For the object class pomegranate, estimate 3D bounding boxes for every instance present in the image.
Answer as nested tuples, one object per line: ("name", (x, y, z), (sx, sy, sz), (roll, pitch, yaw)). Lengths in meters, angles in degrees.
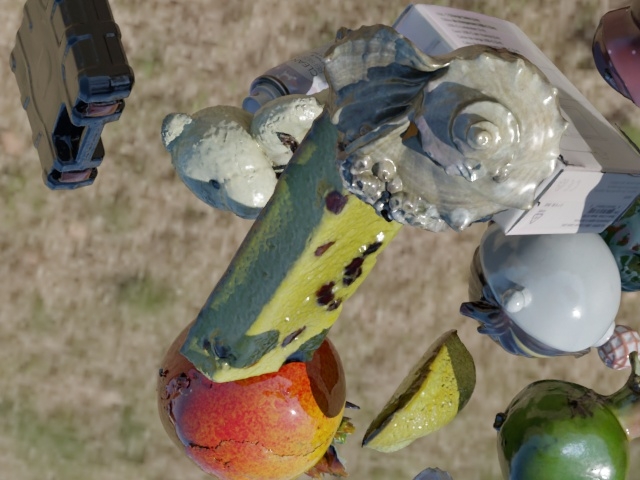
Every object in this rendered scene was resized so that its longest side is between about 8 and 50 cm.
("pomegranate", (0.262, 0.186, 1.426), (0.191, 0.152, 0.131), (-27, 105, 16))
("pomegranate", (-0.063, 0.171, 1.584), (0.235, 0.210, 0.210), (35, 143, -18))

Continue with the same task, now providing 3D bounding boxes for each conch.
("conch", (0.081, -0.095, 1.088), (0.163, 0.245, 0.178), (-36, 101, 5))

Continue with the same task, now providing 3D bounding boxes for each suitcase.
("suitcase", (-0.295, -0.200, 1.713), (0.066, 0.206, 0.285), (-11, 162, -23))

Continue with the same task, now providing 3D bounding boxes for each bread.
("bread", (0.000, -0.001, 1.352), (0.138, 0.077, 0.361), (-13, 147, -42))
("bread", (0.094, 0.172, 1.462), (0.065, 0.187, 0.149), (41, 117, 3))

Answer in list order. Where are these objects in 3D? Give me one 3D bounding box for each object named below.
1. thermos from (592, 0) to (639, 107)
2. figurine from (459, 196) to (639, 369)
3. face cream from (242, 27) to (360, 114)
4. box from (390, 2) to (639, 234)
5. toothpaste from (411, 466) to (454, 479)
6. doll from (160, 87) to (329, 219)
("thermos", (0.333, -0.201, 1.080), (0.136, 0.110, 0.330), (22, 144, -38))
("figurine", (0.316, 0.021, 1.777), (0.281, 0.370, 0.167), (52, 144, 11))
("face cream", (-0.007, -0.196, 1.804), (0.075, 0.229, 0.075), (22, 127, 33))
("box", (0.197, -0.124, 1.512), (0.203, 0.252, 0.106), (-3, 139, -52))
("toothpaste", (0.162, 0.272, 1.193), (0.234, 0.057, 0.089), (36, -164, 34))
("doll", (-0.025, -0.107, 1.632), (0.278, 0.149, 0.175), (-23, 137, 7))
